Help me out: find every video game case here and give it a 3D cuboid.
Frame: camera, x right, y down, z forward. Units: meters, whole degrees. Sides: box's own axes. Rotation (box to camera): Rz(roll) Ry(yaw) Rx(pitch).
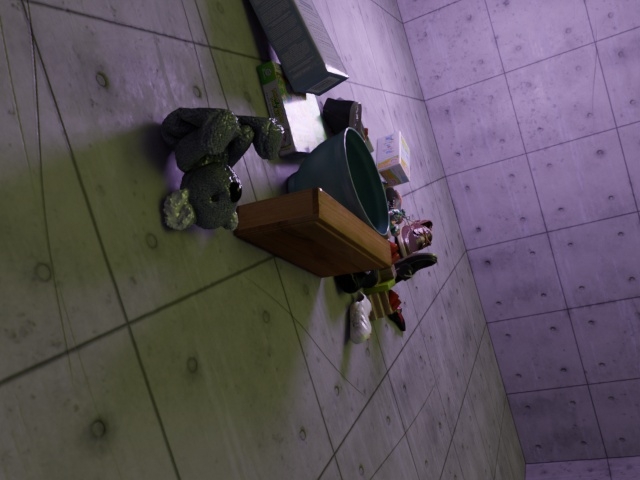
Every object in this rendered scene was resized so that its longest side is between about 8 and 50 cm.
[{"bbox_3d":[0.118,-0.401,1.932,0.173,0.022,0.190,63,-2,-27],"label":"video game case"}]

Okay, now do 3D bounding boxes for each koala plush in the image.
[{"bbox_3d":[-0.200,-0.122,1.023,0.196,0.204,0.221,-8,104,-57],"label":"koala plush"}]

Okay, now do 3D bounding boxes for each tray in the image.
[{"bbox_3d":[0.000,0.000,1.307,0.411,0.203,0.076,32,51,-57],"label":"tray"}]

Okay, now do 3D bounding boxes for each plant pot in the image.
[{"bbox_3d":[0.038,-0.125,1.470,0.293,0.197,0.292,52,28,-43],"label":"plant pot"}]

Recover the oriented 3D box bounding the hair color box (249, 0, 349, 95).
[{"bbox_3d":[-0.075,-0.593,1.529,0.374,0.114,0.185,64,23,0],"label":"hair color box"}]

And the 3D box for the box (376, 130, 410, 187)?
[{"bbox_3d":[0.300,-0.332,2.295,0.114,0.103,0.203,52,32,-41],"label":"box"}]

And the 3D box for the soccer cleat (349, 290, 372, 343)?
[{"bbox_3d":[0.109,0.222,1.604,0.076,0.068,0.196,60,20,-21],"label":"soccer cleat"}]

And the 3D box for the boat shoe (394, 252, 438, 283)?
[{"bbox_3d":[0.297,0.100,1.883,0.084,0.233,0.079,27,54,-38],"label":"boat shoe"}]

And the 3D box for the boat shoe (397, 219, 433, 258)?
[{"bbox_3d":[0.403,-0.019,2.316,0.342,0.123,0.123,-35,109,-65],"label":"boat shoe"}]

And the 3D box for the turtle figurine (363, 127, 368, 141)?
[{"bbox_3d":[0.068,-0.220,1.660,0.087,0.269,0.217,6,80,-21],"label":"turtle figurine"}]

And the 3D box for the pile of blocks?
[{"bbox_3d":[0.200,0.077,1.822,0.149,0.113,0.361,29,50,-59],"label":"pile of blocks"}]

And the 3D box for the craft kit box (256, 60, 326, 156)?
[{"bbox_3d":[-0.069,-0.353,1.556,0.250,0.061,0.246,-17,94,-66],"label":"craft kit box"}]

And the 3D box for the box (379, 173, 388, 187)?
[{"bbox_3d":[0.173,-0.246,1.979,0.137,0.027,0.094,50,22,15],"label":"box"}]

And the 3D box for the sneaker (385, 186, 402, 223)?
[{"bbox_3d":[0.292,-0.138,2.224,0.065,0.061,0.157,-20,94,-60],"label":"sneaker"}]

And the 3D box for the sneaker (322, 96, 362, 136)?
[{"bbox_3d":[0.066,-0.359,1.836,0.083,0.118,0.221,-37,140,-51],"label":"sneaker"}]

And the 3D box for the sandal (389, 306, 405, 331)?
[{"bbox_3d":[0.279,0.264,1.977,0.179,0.040,0.067,49,35,-46],"label":"sandal"}]

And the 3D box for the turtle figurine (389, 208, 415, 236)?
[{"bbox_3d":[0.250,-0.097,2.033,0.234,0.118,0.175,53,9,-8],"label":"turtle figurine"}]

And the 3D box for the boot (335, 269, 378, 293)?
[{"bbox_3d":[0.105,0.031,1.660,0.207,0.094,0.246,6,77,-69],"label":"boot"}]
